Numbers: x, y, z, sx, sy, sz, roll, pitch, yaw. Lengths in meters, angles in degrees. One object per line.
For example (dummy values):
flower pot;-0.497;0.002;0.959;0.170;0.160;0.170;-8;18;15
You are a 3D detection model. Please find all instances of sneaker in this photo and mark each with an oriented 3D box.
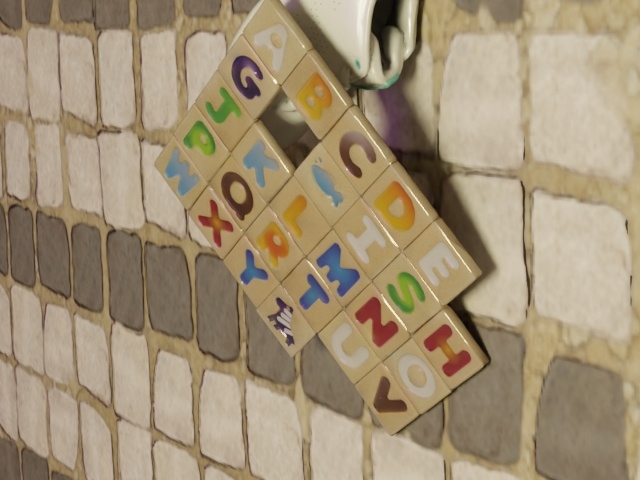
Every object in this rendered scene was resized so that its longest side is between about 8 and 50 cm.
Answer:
sneaker;0.010;-0.112;0.912;0.094;0.080;0.212;53;138;23

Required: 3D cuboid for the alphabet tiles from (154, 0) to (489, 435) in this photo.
alphabet tiles;0.000;0.000;0.928;0.237;0.009;0.198;54;144;8
